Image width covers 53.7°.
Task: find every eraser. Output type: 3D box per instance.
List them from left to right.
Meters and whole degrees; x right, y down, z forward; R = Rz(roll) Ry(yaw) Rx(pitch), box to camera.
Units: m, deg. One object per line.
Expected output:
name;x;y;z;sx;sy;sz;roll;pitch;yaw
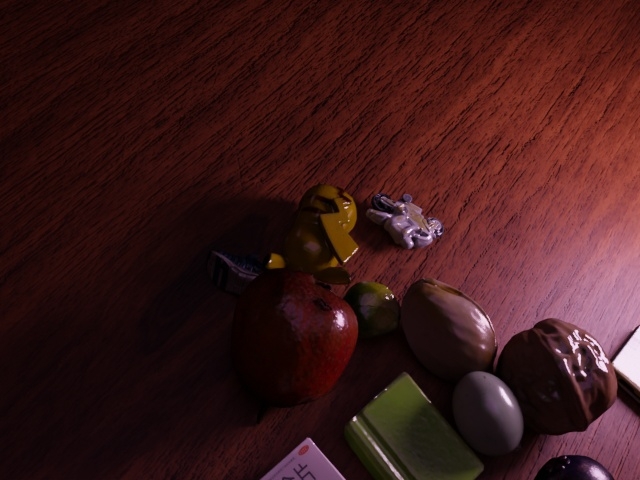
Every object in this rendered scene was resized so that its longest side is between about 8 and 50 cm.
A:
eraser;0.202;0.469;1.421;0.210;0.092;0.274;-34;72;-26

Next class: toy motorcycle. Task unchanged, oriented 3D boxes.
toy motorcycle;0.233;-0.044;1.743;0.228;0.074;0.151;26;52;-6

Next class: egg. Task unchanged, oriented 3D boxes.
egg;0.376;0.390;1.426;0.149;0.149;0.192;-19;80;-21

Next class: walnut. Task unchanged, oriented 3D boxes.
walnut;0.557;0.325;1.496;0.273;0.227;0.273;6;63;-12

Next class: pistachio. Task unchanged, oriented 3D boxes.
pistachio;0.312;0.223;1.546;0.197;0.166;0.288;-45;79;12

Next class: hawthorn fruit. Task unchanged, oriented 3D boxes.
hawthorn fruit;-0.076;0.244;1.417;0.284;0.285;0.369;18;97;0

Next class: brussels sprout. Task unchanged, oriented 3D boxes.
brussels sprout;0.121;0.172;1.566;0.155;0.117;0.155;12;67;-32

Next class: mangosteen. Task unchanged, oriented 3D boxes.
mangosteen;0.566;0.585;1.381;0.194;0.194;0.231;-34;97;-26

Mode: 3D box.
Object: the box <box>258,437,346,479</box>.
box;-0.096;0.577;1.264;0.332;0.145;0.173;-35;69;-26

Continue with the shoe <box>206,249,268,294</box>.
shoe;-0.190;0.080;1.585;0.207;0.092;0.106;22;35;7

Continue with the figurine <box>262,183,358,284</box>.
figurine;0.002;-0.006;1.615;0.218;0.169;0.327;17;57;5

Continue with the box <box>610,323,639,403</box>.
box;0.898;0.367;1.646;0.270;0.045;0.210;43;61;15

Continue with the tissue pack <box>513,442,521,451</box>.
tissue pack;0.427;0.469;1.496;0.083;0.035;0.063;0;59;-12
